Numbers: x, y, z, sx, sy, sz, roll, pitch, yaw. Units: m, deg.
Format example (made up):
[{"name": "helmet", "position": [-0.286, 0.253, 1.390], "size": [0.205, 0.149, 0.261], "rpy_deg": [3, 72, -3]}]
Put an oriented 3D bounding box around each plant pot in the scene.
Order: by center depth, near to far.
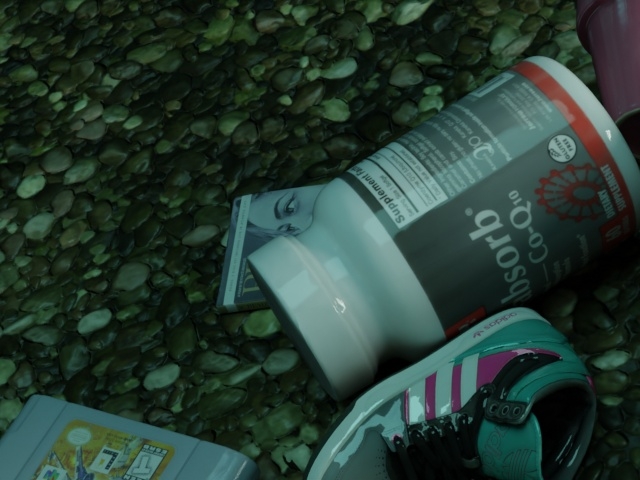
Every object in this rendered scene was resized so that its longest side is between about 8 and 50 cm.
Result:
[{"name": "plant pot", "position": [0.367, -0.187, 1.891], "size": [0.201, 0.201, 0.180], "rpy_deg": [-5, 63, 20]}]

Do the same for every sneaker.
[{"name": "sneaker", "position": [0.139, 0.193, 1.674], "size": [0.295, 0.123, 0.178], "rpy_deg": [-36, 35, -12]}]

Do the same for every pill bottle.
[{"name": "pill bottle", "position": [0.123, -0.007, 1.802], "size": [0.363, 0.210, 0.210], "rpy_deg": [-33, 44, -7]}]

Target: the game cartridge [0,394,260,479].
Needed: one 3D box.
[{"name": "game cartridge", "position": [-0.227, 0.268, 1.814], "size": [0.297, 0.062, 0.198], "rpy_deg": [11, 50, 32]}]

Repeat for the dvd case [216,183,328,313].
[{"name": "dvd case", "position": [0.000, 0.000, 1.990], "size": [0.221, 0.018, 0.164], "rpy_deg": [-8, 46, 17]}]
